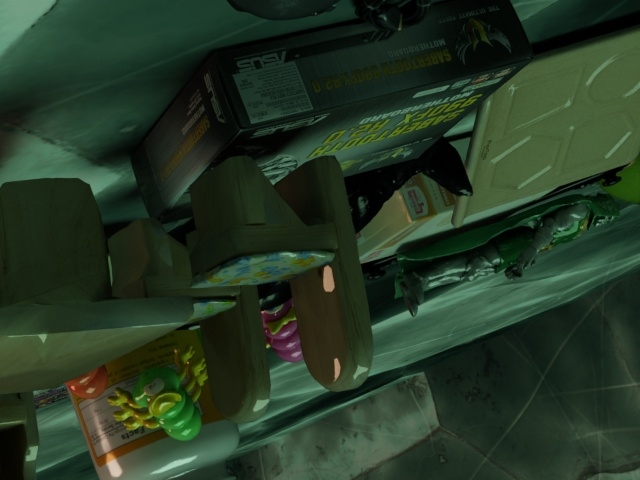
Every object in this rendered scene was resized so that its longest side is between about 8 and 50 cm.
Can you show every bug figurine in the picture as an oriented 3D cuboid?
[{"bbox_3d":[-0.103,0.067,1.319,0.279,0.072,0.216,-36,137,-3],"label":"bug figurine"}]

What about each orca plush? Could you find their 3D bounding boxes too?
[{"bbox_3d":[0.000,0.000,1.226,0.287,0.102,0.151,-17,125,-24],"label":"orca plush"}]

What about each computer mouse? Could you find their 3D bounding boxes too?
[{"bbox_3d":[0.014,-0.137,0.912,0.071,0.041,0.242,-27,169,23],"label":"computer mouse"}]

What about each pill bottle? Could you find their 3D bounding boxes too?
[{"bbox_3d":[-0.156,0.153,1.477,0.136,0.246,0.136,-21,170,-4],"label":"pill bottle"}]

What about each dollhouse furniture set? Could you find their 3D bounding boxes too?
[{"bbox_3d":[-0.211,0.123,1.030,0.362,0.256,0.394,-3,167,-31],"label":"dollhouse furniture set"}]

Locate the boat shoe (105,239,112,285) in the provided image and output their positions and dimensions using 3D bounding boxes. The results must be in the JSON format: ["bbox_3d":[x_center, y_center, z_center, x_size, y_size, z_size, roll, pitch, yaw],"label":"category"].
[{"bbox_3d":[-0.186,0.015,1.291,0.133,0.042,0.049,-14,147,-46],"label":"boat shoe"}]

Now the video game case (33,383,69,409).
[{"bbox_3d":[-0.329,0.156,1.715,0.232,0.042,0.210,-21,170,-2],"label":"video game case"}]

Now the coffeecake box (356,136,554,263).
[{"bbox_3d":[0.115,-0.044,1.512,0.185,0.068,0.142,-15,170,-31],"label":"coffeecake box"}]

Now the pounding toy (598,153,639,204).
[{"bbox_3d":[0.459,-0.071,1.951,0.237,0.110,0.183,-13,167,-38],"label":"pounding toy"}]

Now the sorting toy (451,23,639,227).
[{"bbox_3d":[0.204,-0.107,1.340,0.208,0.038,0.193,-22,150,-19],"label":"sorting toy"}]

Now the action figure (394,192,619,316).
[{"bbox_3d":[0.188,0.005,1.564,0.232,0.063,0.137,-23,169,-9],"label":"action figure"}]

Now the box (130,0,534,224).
[{"bbox_3d":[0.004,-0.089,1.096,0.231,0.056,0.183,-16,168,-28],"label":"box"}]

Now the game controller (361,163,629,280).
[{"bbox_3d":[0.174,-0.032,1.701,0.319,0.067,0.166,-21,170,3],"label":"game controller"}]
